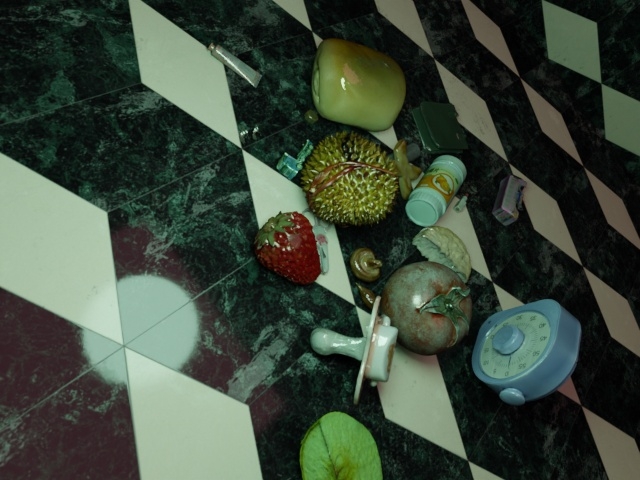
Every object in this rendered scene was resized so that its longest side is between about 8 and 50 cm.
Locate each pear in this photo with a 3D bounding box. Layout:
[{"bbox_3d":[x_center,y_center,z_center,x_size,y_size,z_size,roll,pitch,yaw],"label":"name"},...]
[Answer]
[{"bbox_3d":[0.066,0.628,1.290,0.239,0.139,0.287,-1,65,-48],"label":"pear"}]

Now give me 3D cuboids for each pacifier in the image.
[{"bbox_3d":[0.122,0.327,1.394,0.273,0.220,0.331,14,86,-26],"label":"pacifier"}]

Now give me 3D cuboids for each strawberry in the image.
[{"bbox_3d":[-0.087,0.038,1.437,0.244,0.205,0.205,54,50,-29],"label":"strawberry"}]

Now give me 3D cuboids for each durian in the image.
[{"bbox_3d":[0.106,-0.201,1.560,0.348,0.347,0.384,10,23,-28],"label":"durian"}]

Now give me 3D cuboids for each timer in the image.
[{"bbox_3d":[0.713,0.401,1.635,0.173,0.395,0.395,40,54,-12],"label":"timer"}]

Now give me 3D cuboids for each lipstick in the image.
[{"bbox_3d":[0.638,-0.175,2.046,0.030,0.030,0.129,47,54,-6],"label":"lipstick"}]

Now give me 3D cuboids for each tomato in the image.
[{"bbox_3d":[0.357,0.225,1.541,0.317,0.283,0.316,9,73,-32],"label":"tomato"}]

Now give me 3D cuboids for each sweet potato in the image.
[{"bbox_3d":[0.158,0.192,1.583,0.049,0.049,0.117,-34,84,-37],"label":"sweet potato"}]

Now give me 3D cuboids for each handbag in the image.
[{"bbox_3d":[0.564,-0.522,2.121,0.260,0.079,0.247,-9,75,-35],"label":"handbag"}]

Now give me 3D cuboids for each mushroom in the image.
[{"bbox_3d":[0.160,0.086,1.607,0.109,0.085,0.126,-14,77,1],"label":"mushroom"}]

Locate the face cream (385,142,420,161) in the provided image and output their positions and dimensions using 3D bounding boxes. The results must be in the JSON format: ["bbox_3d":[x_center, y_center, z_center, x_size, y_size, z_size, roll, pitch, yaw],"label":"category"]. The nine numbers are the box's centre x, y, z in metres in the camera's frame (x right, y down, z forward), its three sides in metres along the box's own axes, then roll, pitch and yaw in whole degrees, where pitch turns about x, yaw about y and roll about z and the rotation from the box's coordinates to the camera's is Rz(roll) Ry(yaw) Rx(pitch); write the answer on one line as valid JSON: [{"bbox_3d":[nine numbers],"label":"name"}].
[{"bbox_3d":[0.307,-0.327,1.881,0.284,0.073,0.073,-32,89,-37],"label":"face cream"}]

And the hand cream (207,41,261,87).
[{"bbox_3d":[-0.311,-0.642,1.659,0.210,0.043,0.067,32,58,-23],"label":"hand cream"}]

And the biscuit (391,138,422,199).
[{"bbox_3d":[0.330,-0.280,1.828,0.208,0.047,0.164,44,66,-43],"label":"biscuit"}]

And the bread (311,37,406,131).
[{"bbox_3d":[0.148,-0.617,1.800,0.376,0.253,0.347,8,69,-27],"label":"bread"}]

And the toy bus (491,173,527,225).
[{"bbox_3d":[0.912,-0.202,2.193,0.112,0.090,0.274,35,54,-7],"label":"toy bus"}]

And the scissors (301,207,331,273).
[{"bbox_3d":[0.000,0.000,1.576,0.118,0.030,0.241,5,63,-30],"label":"scissors"}]

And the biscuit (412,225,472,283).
[{"bbox_3d":[0.507,0.032,1.842,0.281,0.084,0.179,38,55,-12],"label":"biscuit"}]

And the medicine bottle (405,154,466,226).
[{"bbox_3d":[0.475,-0.205,1.879,0.158,0.158,0.318,44,54,-8],"label":"medicine bottle"}]

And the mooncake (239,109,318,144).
[{"bbox_3d":[-0.138,-0.420,1.656,0.347,0.057,0.150,-8,62,-31],"label":"mooncake"}]

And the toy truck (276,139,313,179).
[{"bbox_3d":[-0.088,-0.302,1.630,0.081,0.067,0.175,36,55,-13],"label":"toy truck"}]
